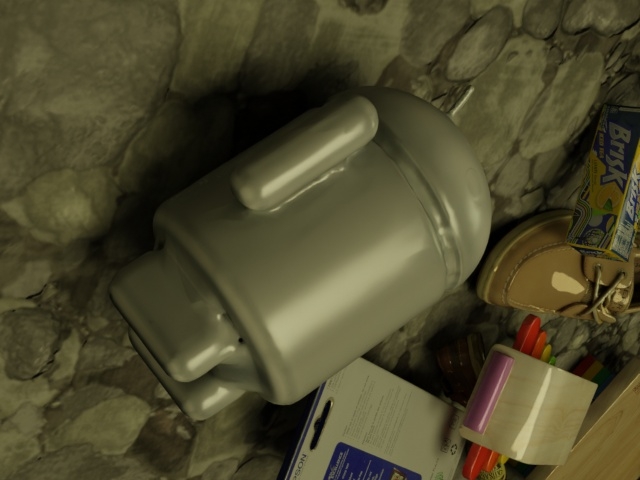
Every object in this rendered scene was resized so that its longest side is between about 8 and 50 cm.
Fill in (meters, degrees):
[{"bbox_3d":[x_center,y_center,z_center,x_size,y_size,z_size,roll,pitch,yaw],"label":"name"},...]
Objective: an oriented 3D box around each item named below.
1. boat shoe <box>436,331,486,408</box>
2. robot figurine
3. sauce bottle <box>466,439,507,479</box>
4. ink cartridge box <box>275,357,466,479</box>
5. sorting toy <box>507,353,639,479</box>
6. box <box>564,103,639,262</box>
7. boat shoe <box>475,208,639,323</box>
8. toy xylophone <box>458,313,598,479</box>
[{"bbox_3d":[0.176,0.166,1.395,0.060,0.064,0.178,-10,147,7],"label":"boat shoe"},{"bbox_3d":[0.000,0.000,0.977,0.353,0.200,0.300,-33,154,-17],"label":"robot figurine"},{"bbox_3d":[0.231,0.311,1.552,0.042,0.042,0.128,-35,126,-15],"label":"sauce bottle"},{"bbox_3d":[0.052,0.228,1.284,0.332,0.065,0.165,35,74,-51],"label":"ink cartridge box"},{"bbox_3d":[0.392,0.286,1.659,0.257,0.089,0.255,-49,141,2],"label":"sorting toy"},{"bbox_3d":[0.331,-0.065,1.287,0.054,0.059,0.169,28,77,-50],"label":"box"},{"bbox_3d":[0.329,0.037,1.377,0.341,0.110,0.122,-6,126,-39],"label":"boat shoe"},{"bbox_3d":[0.253,0.233,1.405,0.236,0.081,0.322,-64,154,-9],"label":"toy xylophone"}]
